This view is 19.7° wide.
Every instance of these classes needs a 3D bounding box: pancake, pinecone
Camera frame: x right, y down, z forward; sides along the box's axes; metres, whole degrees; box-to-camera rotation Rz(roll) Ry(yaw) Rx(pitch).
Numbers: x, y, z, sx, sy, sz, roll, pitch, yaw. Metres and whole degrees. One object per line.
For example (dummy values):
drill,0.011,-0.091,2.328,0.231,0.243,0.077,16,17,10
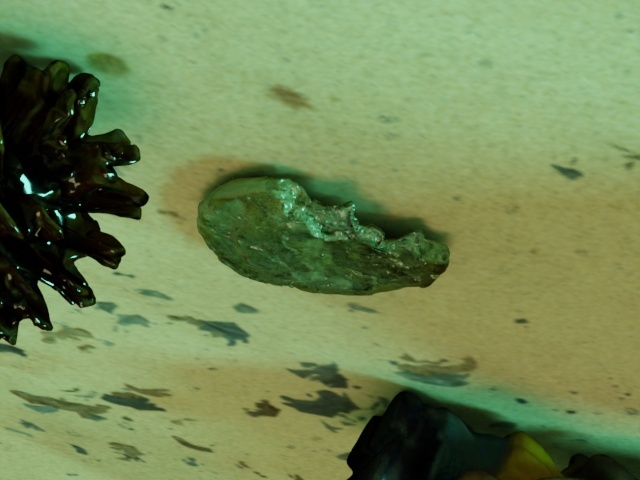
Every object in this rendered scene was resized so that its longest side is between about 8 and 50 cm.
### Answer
pancake,-0.003,0.003,0.955,0.129,0.022,0.116,27,153,-32
pinecone,-0.144,-0.025,0.845,0.121,0.140,0.140,-29,145,6

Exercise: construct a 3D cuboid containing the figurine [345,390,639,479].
figurine,0.179,0.200,1.175,0.332,0.204,0.185,42,154,2
